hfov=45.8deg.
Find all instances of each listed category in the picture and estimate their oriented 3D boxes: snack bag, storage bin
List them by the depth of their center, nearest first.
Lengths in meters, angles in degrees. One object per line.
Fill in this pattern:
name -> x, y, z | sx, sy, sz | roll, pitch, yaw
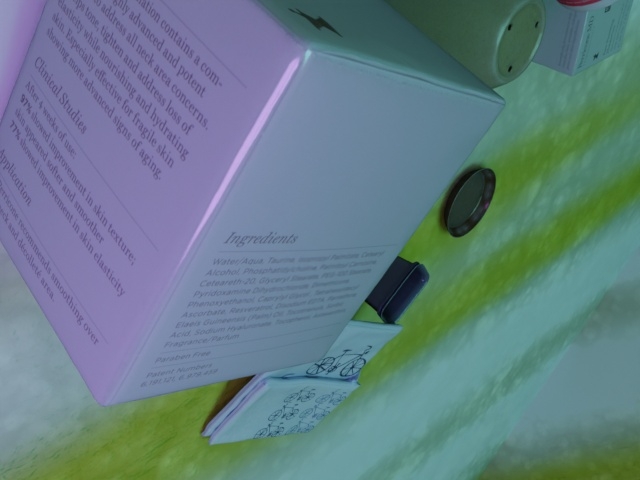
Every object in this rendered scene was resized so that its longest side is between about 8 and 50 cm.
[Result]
snack bag -> -0.016, 0.266, 1.443 | 0.342, 0.037, 0.323 | -48, 148, 18
storage bin -> 0.141, 0.091, 1.525 | 0.135, 0.091, 0.098 | -50, 146, -7

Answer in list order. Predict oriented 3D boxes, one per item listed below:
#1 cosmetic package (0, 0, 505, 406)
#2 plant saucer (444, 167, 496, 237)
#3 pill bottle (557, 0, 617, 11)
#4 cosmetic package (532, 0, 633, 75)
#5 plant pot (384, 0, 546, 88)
cosmetic package -> -0.097, -0.096, 0.799 | 0.327, 0.329, 0.394 | -1, 132, -50
plant saucer -> 0.323, -0.086, 1.661 | 0.168, 0.029, 0.169 | -30, 138, -32
pill bottle -> 0.323, -0.474, 1.054 | 0.318, 0.176, 0.176 | 25, 97, -38
cosmetic package -> 0.486, -0.433, 1.466 | 0.183, 0.151, 0.151 | -30, 137, -33
plant pot -> 0.239, -0.344, 1.199 | 0.284, 0.191, 0.284 | -32, 140, -32
